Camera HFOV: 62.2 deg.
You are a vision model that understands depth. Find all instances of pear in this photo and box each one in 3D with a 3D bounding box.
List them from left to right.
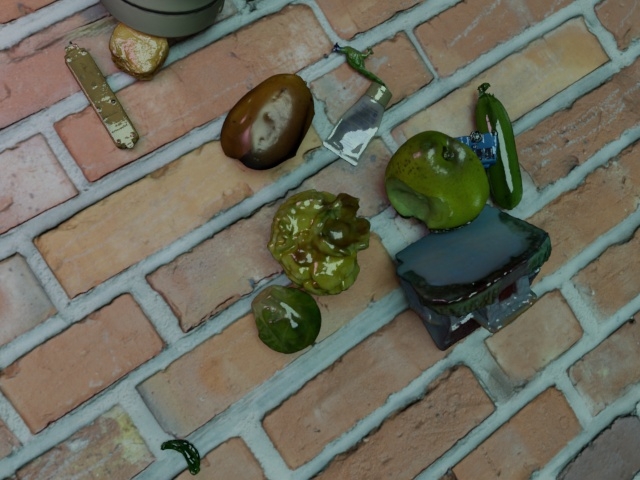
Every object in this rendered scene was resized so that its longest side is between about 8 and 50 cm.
[{"bbox_3d":[0.286,-0.156,1.363,0.292,0.292,0.159,39,71,-7],"label":"pear"}]

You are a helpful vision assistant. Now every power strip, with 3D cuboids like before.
[{"bbox_3d":[-0.555,-0.363,1.340,0.064,0.044,0.305,-31,94,-13],"label":"power strip"},{"bbox_3d":[-0.402,-0.687,1.298,0.357,0.161,0.357,6,68,-16],"label":"power strip"}]

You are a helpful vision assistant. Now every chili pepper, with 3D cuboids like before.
[{"bbox_3d":[-0.337,0.530,1.319,0.118,0.035,0.055,44,61,-10],"label":"chili pepper"}]

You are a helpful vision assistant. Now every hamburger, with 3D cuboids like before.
[{"bbox_3d":[-0.463,-0.490,1.352,0.138,0.083,0.147,31,81,-13],"label":"hamburger"}]

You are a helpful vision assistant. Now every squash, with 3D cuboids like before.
[{"bbox_3d":[0.520,-0.274,1.551,0.101,0.101,0.379,-13,87,-14],"label":"squash"}]

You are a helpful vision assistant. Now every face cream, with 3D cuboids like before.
[{"bbox_3d":[0.111,-0.332,1.488,0.114,0.070,0.224,32,91,-8],"label":"face cream"}]

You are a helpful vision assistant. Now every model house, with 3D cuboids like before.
[{"bbox_3d":[0.417,0.152,1.427,0.360,0.297,0.339,-32,124,-14],"label":"model house"}]

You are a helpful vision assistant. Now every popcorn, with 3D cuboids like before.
[{"bbox_3d":[0.000,0.000,1.336,0.258,0.224,0.270,23,103,26],"label":"popcorn"}]

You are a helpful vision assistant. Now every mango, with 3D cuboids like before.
[{"bbox_3d":[-0.127,-0.309,1.378,0.201,0.152,0.287,36,81,-17],"label":"mango"}]

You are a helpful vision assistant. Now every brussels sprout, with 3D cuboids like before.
[{"bbox_3d":[-0.084,0.195,1.354,0.161,0.144,0.181,-25,105,21],"label":"brussels sprout"}]

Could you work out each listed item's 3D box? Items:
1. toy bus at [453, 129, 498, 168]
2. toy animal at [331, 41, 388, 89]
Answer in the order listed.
[{"bbox_3d":[0.405,-0.247,1.490,0.184,0.090,0.106,-5,87,17],"label":"toy bus"},{"bbox_3d":[0.137,-0.502,1.507,0.217,0.041,0.075,36,97,-9],"label":"toy animal"}]
